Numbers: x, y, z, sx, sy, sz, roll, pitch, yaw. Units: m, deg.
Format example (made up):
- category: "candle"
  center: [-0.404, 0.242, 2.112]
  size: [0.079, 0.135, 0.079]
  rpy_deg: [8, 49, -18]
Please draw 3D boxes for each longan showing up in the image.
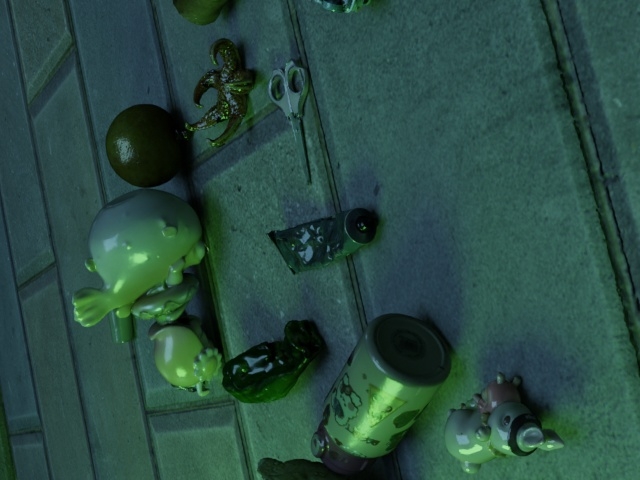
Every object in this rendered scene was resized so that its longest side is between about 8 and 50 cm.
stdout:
- category: "longan"
  center: [-0.319, -0.180, 1.599]
  size: [0.145, 0.176, 0.154]
  rpy_deg: [-75, -36, -71]

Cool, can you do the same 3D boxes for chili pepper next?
- category: "chili pepper"
  center: [-0.080, 0.206, 1.370]
  size: [0.253, 0.083, 0.099]
  rpy_deg: [-37, 57, 48]

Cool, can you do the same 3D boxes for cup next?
- category: "cup"
  center: [-0.456, 0.185, 1.931]
  size: [0.075, 0.054, 0.083]
  rpy_deg: [5, 103, 54]

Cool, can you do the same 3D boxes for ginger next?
- category: "ginger"
  center: [-0.160, -0.444, 1.334]
  size: [0.263, 0.116, 0.109]
  rpy_deg: [-38, 25, 57]

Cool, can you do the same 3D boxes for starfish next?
- category: "starfish"
  center: [-0.166, -0.230, 1.407]
  size: [0.190, 0.074, 0.146]
  rpy_deg: [-53, 53, 46]

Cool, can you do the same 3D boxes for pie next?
- category: "pie"
  center: [0.021, 0.376, 1.199]
  size: [0.248, 0.201, 0.090]
  rpy_deg: [21, 73, 45]

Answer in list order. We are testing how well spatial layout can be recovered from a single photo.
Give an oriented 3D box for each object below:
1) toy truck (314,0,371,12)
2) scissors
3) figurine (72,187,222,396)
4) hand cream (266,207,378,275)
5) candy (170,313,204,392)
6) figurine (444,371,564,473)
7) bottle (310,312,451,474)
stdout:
- category: "toy truck"
  center: [-0.003, -0.361, 1.121]
  size: [0.178, 0.115, 0.080]
  rpy_deg: [28, 121, 24]
- category: "scissors"
  center: [-0.037, -0.175, 1.285]
  size: [0.100, 0.015, 0.189]
  rpy_deg: [-14, 86, 53]
- category: "figurine"
  center: [-0.307, 0.112, 1.548]
  size: [0.227, 0.274, 0.394]
  rpy_deg: [7, 120, 58]
- category: "hand cream"
  center: [-0.001, 0.000, 1.233]
  size: [0.248, 0.052, 0.075]
  rpy_deg: [-18, 81, 55]
- category: "candy"
  center: [-0.280, 0.190, 1.685]
  size: [0.094, 0.051, 0.226]
  rpy_deg: [-28, 75, 43]
- category: "figurine"
  center: [0.199, 0.200, 0.957]
  size: [0.146, 0.081, 0.098]
  rpy_deg: [-39, 64, 52]
- category: "bottle"
  center: [0.067, 0.216, 1.119]
  size: [0.120, 0.120, 0.253]
  rpy_deg: [56, 137, 32]
